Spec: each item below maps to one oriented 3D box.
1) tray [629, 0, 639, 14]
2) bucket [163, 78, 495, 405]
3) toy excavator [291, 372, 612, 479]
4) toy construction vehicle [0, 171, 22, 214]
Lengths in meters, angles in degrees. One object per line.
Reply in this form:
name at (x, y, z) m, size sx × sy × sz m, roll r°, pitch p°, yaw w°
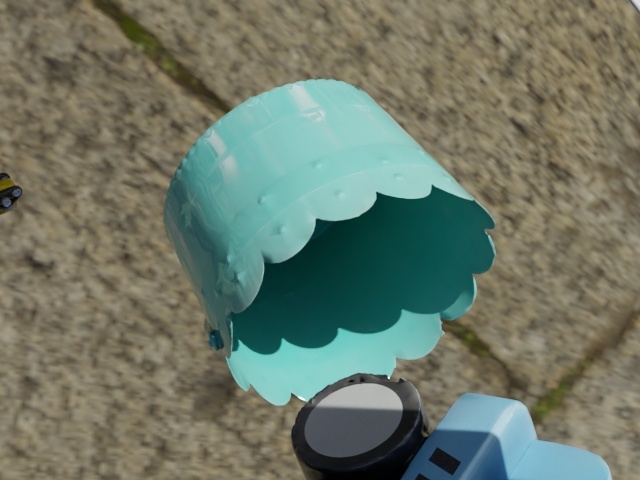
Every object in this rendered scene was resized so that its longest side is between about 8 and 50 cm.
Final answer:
tray at (0.287, -0.096, 0.954) m, size 0.145 × 0.030 × 0.270 m, roll -42°, pitch 100°, yaw -5°
bucket at (0.000, 0.000, 1.571) m, size 0.281 × 0.281 × 0.183 m, roll -42°, pitch 54°, yaw 10°
toy excavator at (0.195, 0.236, 1.254) m, size 0.445 × 0.222 × 0.433 m, roll 9°, pitch 43°, yaw 35°
toy construction vehicle at (-0.286, -0.031, 1.282) m, size 0.098 × 0.035 × 0.086 m, roll -25°, pitch 48°, yaw -30°
